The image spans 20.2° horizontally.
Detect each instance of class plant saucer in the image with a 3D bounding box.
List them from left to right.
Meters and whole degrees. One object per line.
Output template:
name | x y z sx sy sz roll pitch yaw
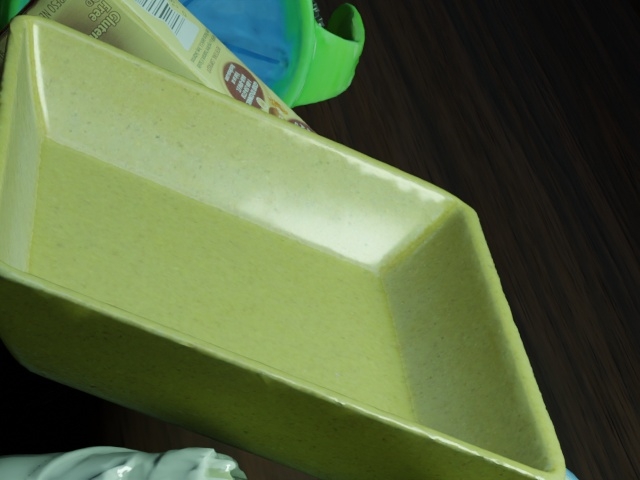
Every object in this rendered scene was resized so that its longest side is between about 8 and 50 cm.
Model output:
plant saucer | -0.046 0.021 1.034 0.332 0.081 0.333 23 23 -17

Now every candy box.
candy box | -0.103 -0.035 1.238 0.316 0.183 0.087 44 22 -12

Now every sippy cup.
sippy cup | -0.135 -0.195 1.429 0.305 0.240 0.224 49 8 -24

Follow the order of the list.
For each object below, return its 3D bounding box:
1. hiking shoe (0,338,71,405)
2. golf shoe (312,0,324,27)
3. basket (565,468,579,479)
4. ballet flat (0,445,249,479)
hiking shoe | -0.249 -0.002 1.030 0.304 0.113 0.132 38 14 -50
golf shoe | -0.099 -0.277 1.785 0.273 0.105 0.120 42 15 -17
basket | 0.142 0.280 1.141 0.255 0.201 0.289 44 16 5
ballet flat | -0.028 0.168 0.926 0.400 0.139 0.139 15 34 -20
